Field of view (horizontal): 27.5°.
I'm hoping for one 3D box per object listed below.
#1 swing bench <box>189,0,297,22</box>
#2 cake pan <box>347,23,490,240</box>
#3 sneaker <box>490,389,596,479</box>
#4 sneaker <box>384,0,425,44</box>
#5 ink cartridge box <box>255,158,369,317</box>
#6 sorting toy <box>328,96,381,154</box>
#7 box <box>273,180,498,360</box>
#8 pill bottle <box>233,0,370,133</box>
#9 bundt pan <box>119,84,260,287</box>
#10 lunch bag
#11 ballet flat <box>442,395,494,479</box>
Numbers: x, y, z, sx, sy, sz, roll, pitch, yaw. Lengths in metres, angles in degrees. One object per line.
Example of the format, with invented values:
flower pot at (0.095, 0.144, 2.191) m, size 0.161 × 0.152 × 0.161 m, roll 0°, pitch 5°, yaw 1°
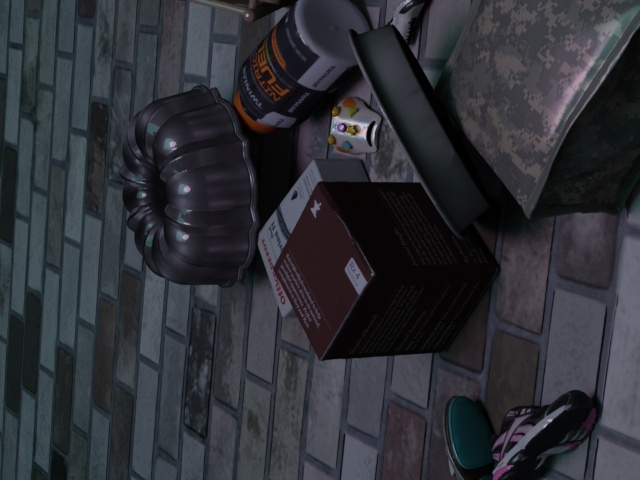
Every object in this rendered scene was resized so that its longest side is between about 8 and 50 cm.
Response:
swing bench at (-0.084, -0.465, 1.924) m, size 0.165 × 0.255 × 0.253 m, roll 19°, pitch 110°, yaw 24°
cake pan at (0.126, -0.140, 1.598) m, size 0.054 × 0.293 × 0.293 m, roll -28°, pitch 61°, yaw 10°
sneaker at (0.252, 0.224, 1.565) m, size 0.178 × 0.072 × 0.077 m, roll -50°, pitch 41°, yaw 38°
sneaker at (0.117, -0.292, 1.786) m, size 0.043 × 0.040 × 0.109 m, roll 56°, pitch 141°, yaw 16°
ink cartridge box at (0.000, 0.000, 1.919) m, size 0.208 × 0.087 × 0.153 m, roll -52°, pitch 49°, yaw 45°
sorting toy at (0.055, -0.160, 1.883) m, size 0.075 × 0.045 × 0.083 m, roll 17°, pitch 106°, yaw 35°
box at (0.082, 0.037, 1.692) m, size 0.168 × 0.203 × 0.167 m, roll 62°, pitch 139°, yaw 35°
pill bottle at (-0.038, -0.251, 1.930) m, size 0.246 × 0.130 × 0.130 m, roll -41°, pitch 58°, yaw 50°
bundt pan at (-0.222, -0.078, 2.068) m, size 0.331 × 0.124 × 0.330 m, roll 25°, pitch 119°, yaw 56°
lunch bag at (0.276, -0.206, 1.424) m, size 0.235 × 0.169 × 0.287 m, roll 58°, pitch 140°, yaw 40°
ballet flat at (0.194, 0.301, 1.650) m, size 0.068 × 0.072 × 0.213 m, roll -55°, pitch 48°, yaw 47°
